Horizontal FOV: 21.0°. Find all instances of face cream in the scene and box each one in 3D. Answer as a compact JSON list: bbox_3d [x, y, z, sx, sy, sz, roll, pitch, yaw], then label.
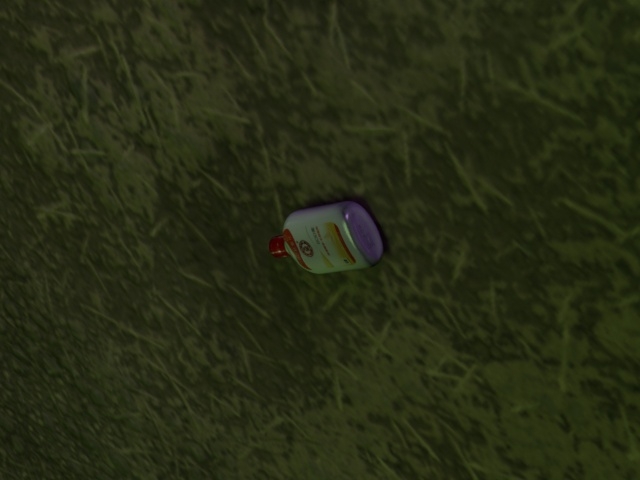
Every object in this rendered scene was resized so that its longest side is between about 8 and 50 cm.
[{"bbox_3d":[0.000,0.000,0.960,0.083,0.021,0.040,-10,113,54],"label":"face cream"}]
